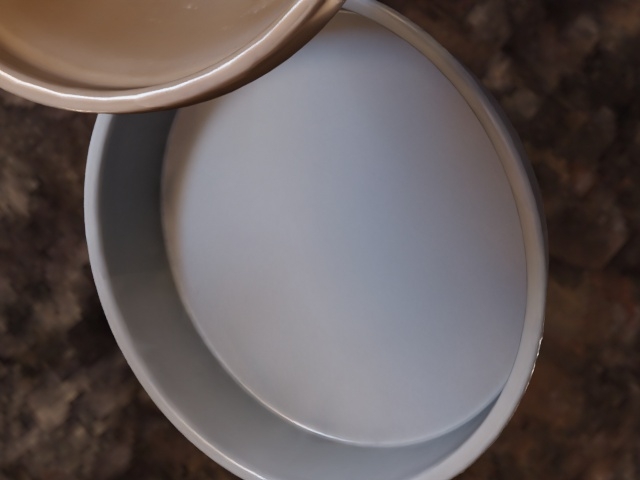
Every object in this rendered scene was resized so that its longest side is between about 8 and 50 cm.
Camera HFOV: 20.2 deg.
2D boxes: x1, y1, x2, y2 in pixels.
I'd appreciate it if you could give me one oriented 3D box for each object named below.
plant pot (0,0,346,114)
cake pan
[{"bbox_3d":[-0.064,-0.169,0.732,0.237,0.237,0.110,-57,-17,14],"label":"plant pot"},{"bbox_3d":[0.000,0.000,0.982,0.054,0.293,0.293,-25,-38,-54],"label":"cake pan"}]
